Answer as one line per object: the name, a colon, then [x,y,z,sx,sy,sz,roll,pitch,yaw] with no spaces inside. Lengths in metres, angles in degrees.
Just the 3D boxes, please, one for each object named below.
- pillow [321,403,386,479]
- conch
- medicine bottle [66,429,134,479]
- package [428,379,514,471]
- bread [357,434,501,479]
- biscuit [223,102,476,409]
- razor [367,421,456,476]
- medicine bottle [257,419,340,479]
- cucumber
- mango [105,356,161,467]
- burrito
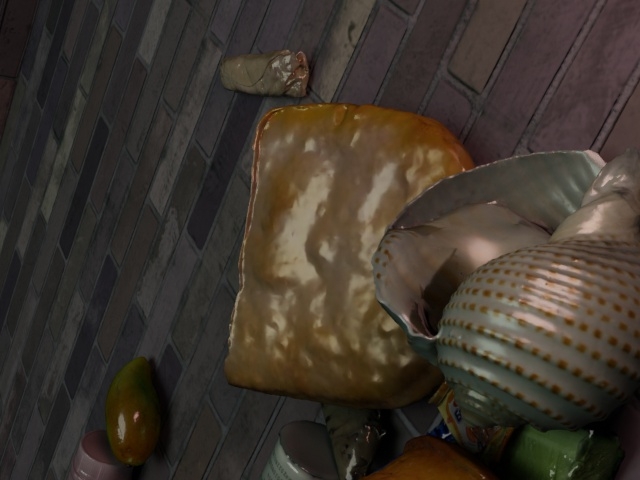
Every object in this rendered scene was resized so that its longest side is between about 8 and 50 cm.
pillow: [0.046,0.239,1.318,0.093,0.051,0.241,-37,40,22]
conch: [0.222,0.055,0.974,0.303,0.319,0.215,23,140,39]
medicine bottle: [-0.480,0.538,1.955,0.133,0.133,0.249,45,122,48]
package: [0.179,0.193,1.056,0.120,0.031,0.108,55,132,40]
bread: [0.137,0.371,1.021,0.312,0.172,0.312,53,154,41]
biscuit: [0.052,0.016,1.280,0.446,0.104,0.429,1,85,40]
razor: [0.155,0.239,1.160,0.324,0.056,0.093,-52,23,26]
medicine bottle: [-0.028,0.367,1.344,0.135,0.135,0.168,52,125,45]
cucumber: [0.253,0.244,1.016,0.193,0.086,0.115,1,84,61]
mango: [-0.378,0.340,1.868,0.125,0.111,0.233,-26,50,35]
burrito: [-0.110,-0.298,1.635,0.275,0.059,0.082,17,113,55]
